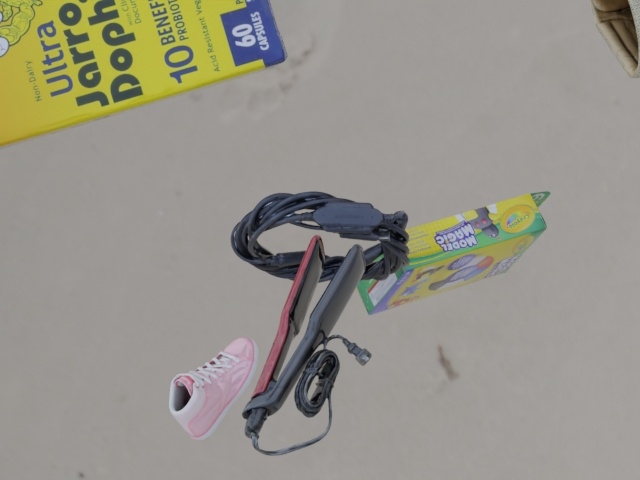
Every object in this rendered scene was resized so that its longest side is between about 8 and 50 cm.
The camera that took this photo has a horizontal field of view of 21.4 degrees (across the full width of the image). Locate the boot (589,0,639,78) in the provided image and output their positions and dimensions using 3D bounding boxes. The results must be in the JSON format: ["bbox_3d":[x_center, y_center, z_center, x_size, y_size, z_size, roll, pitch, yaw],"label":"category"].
[{"bbox_3d":[0.355,-0.280,1.644,0.203,0.095,0.262,-9,69,-9],"label":"boot"}]

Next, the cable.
[{"bbox_3d":[0.000,0.000,1.751,0.184,0.150,0.047,-1,64,1],"label":"cable"}]

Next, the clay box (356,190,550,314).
[{"bbox_3d":[0.160,0.012,1.936,0.222,0.127,0.053,-15,71,-24],"label":"clay box"}]

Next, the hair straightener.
[{"bbox_3d":[-0.003,0.093,1.473,0.089,0.047,0.230,10,50,19],"label":"hair straightener"}]

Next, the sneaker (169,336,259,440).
[{"bbox_3d":[-0.125,0.159,1.949,0.051,0.070,0.134,18,70,44],"label":"sneaker"}]

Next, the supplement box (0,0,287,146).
[{"bbox_3d":[-0.237,-0.228,1.799,0.357,0.195,0.194,-18,95,-5],"label":"supplement box"}]
